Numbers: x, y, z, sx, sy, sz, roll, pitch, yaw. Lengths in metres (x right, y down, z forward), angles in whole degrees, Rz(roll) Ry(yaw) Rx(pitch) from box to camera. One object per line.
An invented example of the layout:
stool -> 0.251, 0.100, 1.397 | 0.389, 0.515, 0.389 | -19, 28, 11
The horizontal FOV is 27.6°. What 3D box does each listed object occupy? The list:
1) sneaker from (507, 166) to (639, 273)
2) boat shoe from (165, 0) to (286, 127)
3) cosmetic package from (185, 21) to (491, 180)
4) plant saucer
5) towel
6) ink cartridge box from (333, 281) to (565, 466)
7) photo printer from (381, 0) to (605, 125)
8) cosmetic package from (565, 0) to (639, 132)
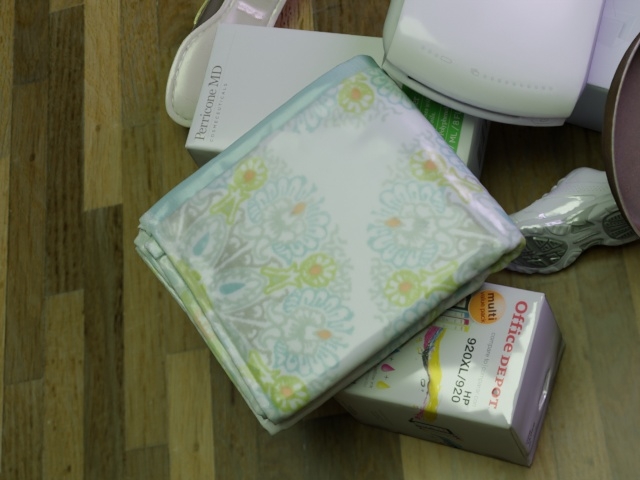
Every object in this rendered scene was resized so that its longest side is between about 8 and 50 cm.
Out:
sneaker -> 0.313, -0.035, 1.654 | 0.232, 0.090, 0.115 | -16, 41, 16
boat shoe -> -0.135, -0.303, 1.911 | 0.117, 0.097, 0.324 | 28, 79, -14
cosmetic package -> 0.031, -0.154, 1.703 | 0.366, 0.155, 0.197 | 7, 71, 13
plant saucer -> 0.429, -0.134, 1.545 | 0.050, 0.310, 0.310 | 10, 68, 51
towel -> 0.000, 0.000, 1.529 | 0.374, 0.090, 0.320 | -38, 68, 2
ink cartridge box -> 0.154, 0.147, 1.566 | 0.233, 0.168, 0.171 | 10, 70, 23
photo printer -> 0.217, -0.294, 1.579 | 0.256, 0.107, 0.307 | 18, 71, -3
cosmetic package -> 0.386, -0.266, 1.692 | 0.225, 0.138, 0.224 | 21, 75, 24
